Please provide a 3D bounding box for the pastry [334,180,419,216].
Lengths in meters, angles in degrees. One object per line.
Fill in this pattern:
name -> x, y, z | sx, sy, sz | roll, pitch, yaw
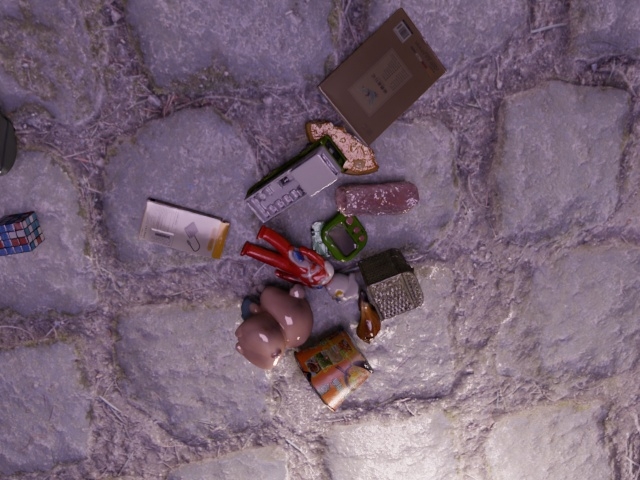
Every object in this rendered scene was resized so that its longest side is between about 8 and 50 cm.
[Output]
pastry -> 0.153, -0.119, 1.522 | 0.265, 0.112, 0.103 | -1, 86, -20

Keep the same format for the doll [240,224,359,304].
doll -> -0.046, 0.086, 1.576 | 0.384, 0.099, 0.188 | 26, 146, -16

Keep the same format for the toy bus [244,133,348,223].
toy bus -> -0.075, -0.161, 1.442 | 0.301, 0.139, 0.113 | -31, 111, 26

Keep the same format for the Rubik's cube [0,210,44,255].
Rubik's cube -> -0.857, -0.020, 1.473 | 0.092, 0.092, 0.092 | -10, 113, -2

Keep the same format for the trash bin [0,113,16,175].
trash bin -> -0.865, -0.268, 1.305 | 0.101, 0.236, 0.177 | -3, 69, -4

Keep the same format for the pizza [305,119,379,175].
pizza -> 0.059, -0.261, 1.484 | 0.246, 0.058, 0.127 | 20, 109, -11

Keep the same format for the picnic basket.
picnic basket -> 0.216, 0.125, 1.578 | 0.154, 0.196, 0.134 | -24, 109, 5

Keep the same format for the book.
book -> 0.170, -0.438, 1.413 | 0.310, 0.021, 0.217 | -43, 110, -1

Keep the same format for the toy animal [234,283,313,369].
toy animal -> -0.138, 0.261, 1.570 | 0.229, 0.221, 0.210 | 1, 129, 3

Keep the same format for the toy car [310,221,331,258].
toy car -> 0.000, 0.000, 1.594 | 0.059, 0.035, 0.122 | -6, 104, -4

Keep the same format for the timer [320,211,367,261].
timer -> 0.070, -0.013, 1.570 | 0.128, 0.047, 0.140 | -42, 115, -13

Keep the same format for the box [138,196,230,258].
box -> -0.403, -0.032, 1.544 | 0.247, 0.033, 0.129 | 16, 108, -11

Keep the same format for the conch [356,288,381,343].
conch -> 0.156, 0.250, 1.678 | 0.080, 0.086, 0.233 | -1, 113, -5

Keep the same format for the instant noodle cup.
instant noodle cup -> 0.051, 0.401, 1.666 | 0.182, 0.230, 0.230 | -34, 111, -1
